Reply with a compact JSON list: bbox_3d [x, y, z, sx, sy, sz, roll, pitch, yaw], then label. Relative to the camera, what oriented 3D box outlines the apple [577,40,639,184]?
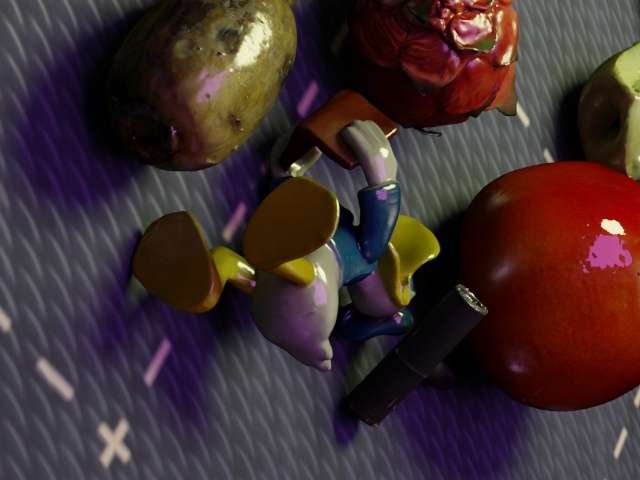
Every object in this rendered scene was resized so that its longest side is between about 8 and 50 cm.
[{"bbox_3d":[0.415,-0.147,2.122,0.188,0.174,0.207,5,88,-23],"label":"apple"}]

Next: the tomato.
[{"bbox_3d":[0.282,0.040,1.876,0.298,0.226,0.298,43,37,-46],"label":"tomato"}]

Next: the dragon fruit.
[{"bbox_3d":[0.123,-0.208,1.777,0.193,0.192,0.274,-32,158,-8],"label":"dragon fruit"}]

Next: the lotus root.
[{"bbox_3d":[-0.092,-0.175,1.544,0.154,0.154,0.278,55,46,-31],"label":"lotus root"}]

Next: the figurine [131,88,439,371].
[{"bbox_3d":[0.000,0.000,1.663,0.338,0.205,0.283,45,46,-52],"label":"figurine"}]

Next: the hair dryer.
[{"bbox_3d":[0.132,0.125,1.802,0.050,0.173,0.195,51,18,20],"label":"hair dryer"}]
